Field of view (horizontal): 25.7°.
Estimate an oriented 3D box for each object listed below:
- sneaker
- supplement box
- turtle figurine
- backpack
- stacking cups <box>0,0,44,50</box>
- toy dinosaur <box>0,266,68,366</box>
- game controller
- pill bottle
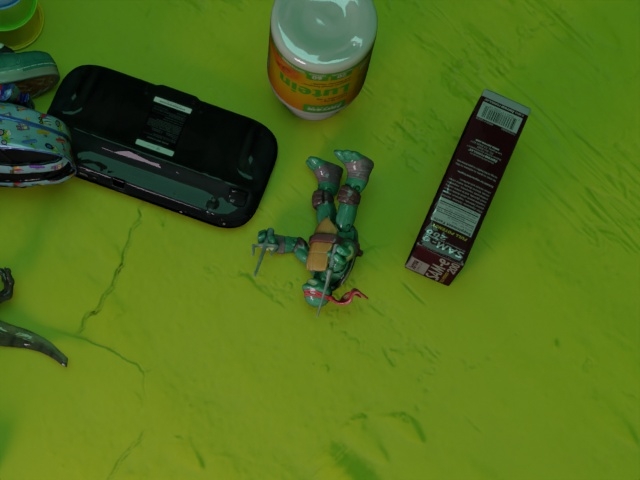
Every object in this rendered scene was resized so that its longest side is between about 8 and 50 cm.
[{"bbox_3d":[-0.510,-0.238,1.897,0.302,0.108,0.121,-9,79,-5],"label":"sneaker"},{"bbox_3d":[0.197,-0.069,1.889,0.073,0.130,0.239,25,76,2],"label":"supplement box"},{"bbox_3d":[0.000,0.000,1.869,0.175,0.118,0.234,0,68,39],"label":"turtle figurine"},{"bbox_3d":[-0.402,-0.134,1.816,0.173,0.158,0.117,3,75,4],"label":"backpack"},{"bbox_3d":[-0.429,-0.345,1.824,0.096,0.316,0.096,1,77,-3],"label":"stacking cups"},{"bbox_3d":[-0.457,0.091,1.842,0.268,0.064,0.118,8,79,-5],"label":"toy dinosaur"},{"bbox_3d":[-0.222,-0.133,1.922,0.319,0.067,0.166,20,60,1],"label":"game controller"},{"bbox_3d":[-0.002,-0.246,1.862,0.136,0.246,0.136,1,75,-3],"label":"pill bottle"}]
